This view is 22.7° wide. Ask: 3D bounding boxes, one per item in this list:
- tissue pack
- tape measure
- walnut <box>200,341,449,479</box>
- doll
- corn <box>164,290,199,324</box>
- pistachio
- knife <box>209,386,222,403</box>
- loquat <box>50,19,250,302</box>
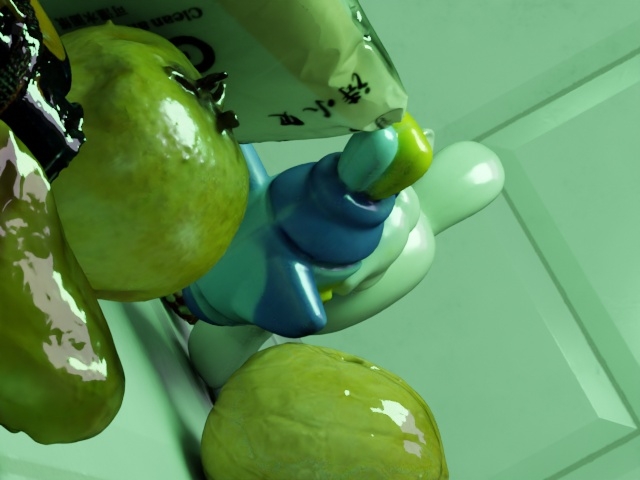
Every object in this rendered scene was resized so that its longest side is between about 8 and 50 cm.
[{"bbox_3d":[-0.151,-0.216,1.309,0.390,0.375,0.195,53,44,-42],"label":"tissue pack"},{"bbox_3d":[-0.241,-0.131,0.944,0.202,0.135,0.223,47,7,-35],"label":"tape measure"},{"bbox_3d":[0.005,0.189,1.419,0.195,0.222,0.195,12,90,-78],"label":"walnut"},{"bbox_3d":[-0.007,-0.005,1.545,0.187,0.376,0.365,37,-2,16],"label":"doll"},{"bbox_3d":[-0.177,-0.030,1.727,0.280,0.092,0.092,57,3,-15],"label":"corn"},{"bbox_3d":[-0.177,0.025,0.853,0.189,0.100,0.110,66,-18,-8],"label":"pistachio"},{"bbox_3d":[-0.118,0.129,1.827,0.343,0.027,0.061,-114,179,-67],"label":"knife"},{"bbox_3d":[-0.148,-0.057,1.184,0.213,0.213,0.213,61,2,-4],"label":"loquat"}]
